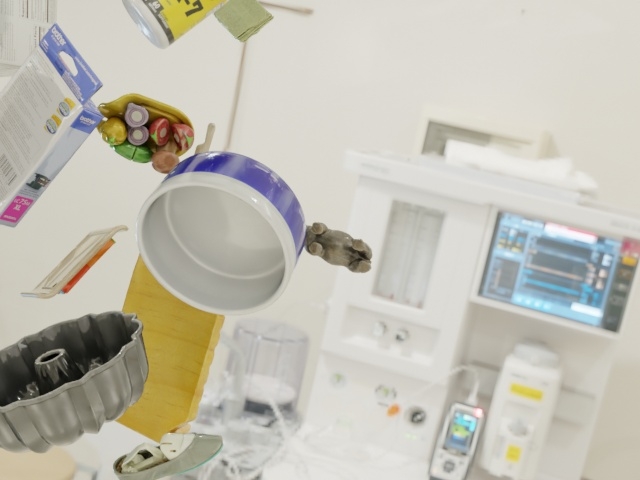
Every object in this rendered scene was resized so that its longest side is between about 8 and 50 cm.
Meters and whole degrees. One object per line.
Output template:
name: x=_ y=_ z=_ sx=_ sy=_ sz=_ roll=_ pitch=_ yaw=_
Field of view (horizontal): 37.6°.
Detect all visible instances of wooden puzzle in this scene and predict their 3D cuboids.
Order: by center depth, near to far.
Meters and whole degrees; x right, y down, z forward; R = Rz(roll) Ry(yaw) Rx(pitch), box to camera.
wooden puzzle: x=-0.533 y=0.053 z=2.046 sx=0.044 sy=0.238 sz=0.221 roll=52 pitch=-23 yaw=-16

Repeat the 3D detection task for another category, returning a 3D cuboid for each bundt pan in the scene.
bundt pan: x=-0.441 y=0.250 z=1.604 sx=0.330 sy=0.124 sz=0.331 roll=-15 pitch=18 yaw=5

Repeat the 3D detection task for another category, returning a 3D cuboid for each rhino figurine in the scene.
rhino figurine: x=0.000 y=0.000 z=1.918 sx=0.243 sy=0.073 sz=0.106 roll=24 pitch=-1 yaw=8

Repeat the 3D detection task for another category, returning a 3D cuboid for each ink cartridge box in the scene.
ink cartridge box: x=-0.487 y=-0.195 z=1.601 sx=0.186 sy=0.311 sz=0.065 roll=50 pitch=18 yaw=29

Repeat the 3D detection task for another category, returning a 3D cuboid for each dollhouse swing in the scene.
dollhouse swing: x=-0.273 y=0.222 z=1.995 sx=0.315 sy=0.347 sz=0.305 roll=17 pitch=1 yaw=32

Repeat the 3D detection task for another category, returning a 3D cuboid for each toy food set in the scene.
toy food set: x=-0.293 y=-0.174 z=1.651 sx=0.218 sy=0.128 sz=0.071 roll=17 pitch=42 yaw=-19

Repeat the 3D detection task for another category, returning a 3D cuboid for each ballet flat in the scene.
ballet flat: x=-0.260 y=0.357 z=1.559 sx=0.213 sy=0.068 sz=0.072 roll=-27 pitch=22 yaw=24

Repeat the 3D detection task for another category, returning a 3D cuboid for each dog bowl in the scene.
dog bowl: x=-0.160 y=-0.010 z=1.538 sx=0.265 sy=0.265 sz=0.104 roll=14 pitch=38 yaw=9

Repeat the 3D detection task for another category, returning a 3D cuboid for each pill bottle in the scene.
pill bottle: x=-0.232 y=-0.441 z=1.643 sx=0.119 sy=0.208 sz=0.119 roll=47 pitch=-10 yaw=11

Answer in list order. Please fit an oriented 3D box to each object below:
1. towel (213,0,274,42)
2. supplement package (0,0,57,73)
towel: x=-0.190 y=-0.542 z=2.260 sx=0.148 sy=0.110 sz=0.027 roll=48 pitch=-9 yaw=30
supplement package: x=-0.635 y=-0.460 z=1.832 sx=0.204 sy=0.262 sz=0.145 roll=4 pitch=3 yaw=34
